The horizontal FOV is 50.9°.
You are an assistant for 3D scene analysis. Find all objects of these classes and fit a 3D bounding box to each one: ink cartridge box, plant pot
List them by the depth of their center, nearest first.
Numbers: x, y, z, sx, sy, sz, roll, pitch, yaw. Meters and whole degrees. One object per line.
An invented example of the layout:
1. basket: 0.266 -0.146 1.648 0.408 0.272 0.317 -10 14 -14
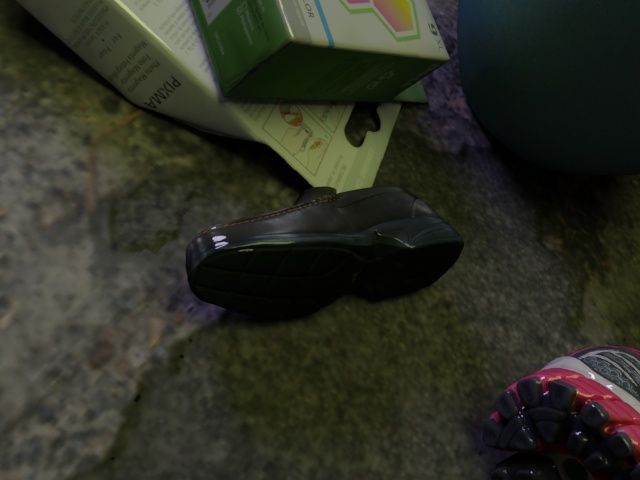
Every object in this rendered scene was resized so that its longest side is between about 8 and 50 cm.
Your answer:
1. ink cartridge box: 0.017 -0.150 0.429 0.209 0.062 0.109 -11 78 -47
2. ink cartridge box: -0.048 -0.136 0.444 0.232 0.066 0.189 45 45 -25
3. plant pot: 0.217 -0.162 0.503 0.290 0.195 0.290 15 54 -21

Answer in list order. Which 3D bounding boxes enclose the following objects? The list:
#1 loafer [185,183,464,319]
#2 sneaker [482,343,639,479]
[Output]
1. loafer: 0.000 0.000 0.367 0.170 0.062 0.061 -2 48 -39
2. sneaker: 0.209 0.183 0.321 0.112 0.121 0.299 -13 67 -38
